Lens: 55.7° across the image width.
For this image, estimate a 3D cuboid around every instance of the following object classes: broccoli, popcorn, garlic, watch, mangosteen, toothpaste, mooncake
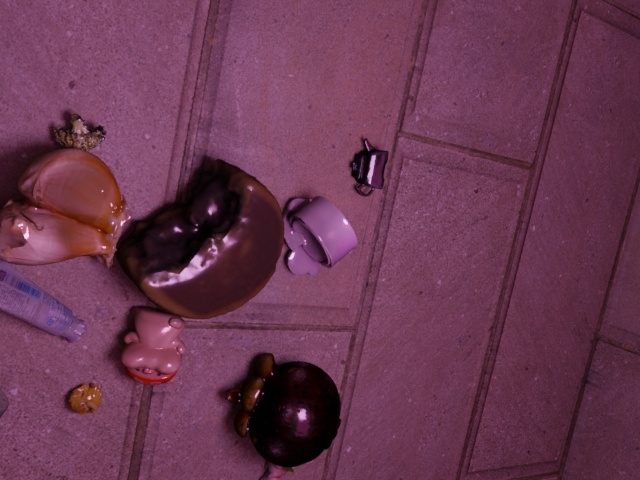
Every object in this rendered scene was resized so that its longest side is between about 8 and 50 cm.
[{"bbox_3d":[-0.569,-0.254,1.438,0.095,0.096,0.092,-48,149,-44],"label":"broccoli"},{"bbox_3d":[-0.618,0.425,1.600,0.084,0.084,0.084,-8,106,-29],"label":"popcorn"},{"bbox_3d":[-0.598,-0.056,1.382,0.286,0.249,0.313,-49,152,17],"label":"garlic"},{"bbox_3d":[0.000,0.000,1.758,0.210,0.217,0.249,-37,117,-17],"label":"watch"},{"bbox_3d":[-0.110,0.494,1.787,0.346,0.307,0.307,26,88,-2],"label":"mangosteen"},{"bbox_3d":[-0.676,0.153,1.429,0.299,0.073,0.114,55,32,-49],"label":"toothpaste"},{"bbox_3d":[-0.310,-0.003,1.556,0.393,0.246,0.394,-6,114,-29],"label":"mooncake"}]

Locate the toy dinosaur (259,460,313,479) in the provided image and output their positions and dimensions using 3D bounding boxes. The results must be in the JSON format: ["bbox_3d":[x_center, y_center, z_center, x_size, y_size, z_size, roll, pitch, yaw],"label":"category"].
[{"bbox_3d":[-0.115,0.719,1.921,0.194,0.152,0.177,-23,121,-17],"label":"toy dinosaur"}]

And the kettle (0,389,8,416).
[{"bbox_3d":[-0.887,0.439,1.399,0.210,0.160,0.243,33,91,-14],"label":"kettle"}]

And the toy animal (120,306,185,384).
[{"bbox_3d":[-0.443,0.284,1.609,0.171,0.171,0.198,8,95,-32],"label":"toy animal"}]

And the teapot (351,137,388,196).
[{"bbox_3d":[0.141,-0.224,1.866,0.096,0.087,0.178,5,100,-24],"label":"teapot"}]
